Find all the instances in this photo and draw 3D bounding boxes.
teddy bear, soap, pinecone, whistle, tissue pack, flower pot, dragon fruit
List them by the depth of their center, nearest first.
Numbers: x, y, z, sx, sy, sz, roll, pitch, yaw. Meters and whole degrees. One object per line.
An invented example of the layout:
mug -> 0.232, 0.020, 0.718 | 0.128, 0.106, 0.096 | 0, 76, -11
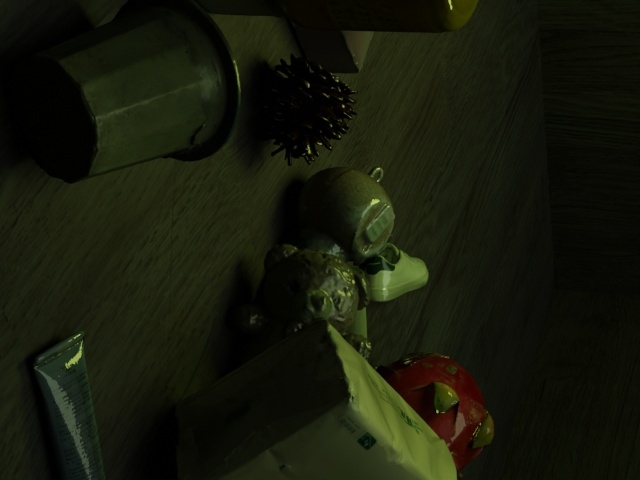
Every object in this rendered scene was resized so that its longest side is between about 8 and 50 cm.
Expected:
flower pot -> -0.236, -0.163, 1.158 | 0.203, 0.212, 0.212 | -30, 124, -44
tissue pack -> 0.005, 0.330, 1.532 | 0.380, 0.297, 0.207 | 46, 17, -38
pinecone -> -0.029, -0.203, 1.653 | 0.165, 0.163, 0.163 | -66, 154, -6
teddy bear -> -0.030, 0.148, 1.662 | 0.151, 0.236, 0.267 | -102, -145, -75
soap -> 0.028, -0.488, 1.756 | 0.296, 0.107, 0.285 | 65, 39, -52
whistle -> 0.000, 0.000, 1.803 | 0.347, 0.189, 0.189 | -53, 148, -15
dragon fruit -> 0.196, 0.388, 2.147 | 0.226, 0.306, 0.305 | 3, 93, -64

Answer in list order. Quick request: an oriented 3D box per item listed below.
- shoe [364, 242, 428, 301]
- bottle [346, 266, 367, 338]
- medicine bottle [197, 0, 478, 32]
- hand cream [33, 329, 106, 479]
shoe -> 0.170, 0.055, 2.243 | 0.265, 0.095, 0.110 | -28, 121, -60
bottle -> 0.057, 0.157, 2.032 | 0.072, 0.072, 0.201 | -41, 133, -58
medicine bottle -> 0.019, -0.403, 1.405 | 0.224, 0.385, 0.224 | 6, 90, -67
hand cream -> -0.300, 0.242, 1.256 | 0.088, 0.055, 0.255 | -31, 121, -52
